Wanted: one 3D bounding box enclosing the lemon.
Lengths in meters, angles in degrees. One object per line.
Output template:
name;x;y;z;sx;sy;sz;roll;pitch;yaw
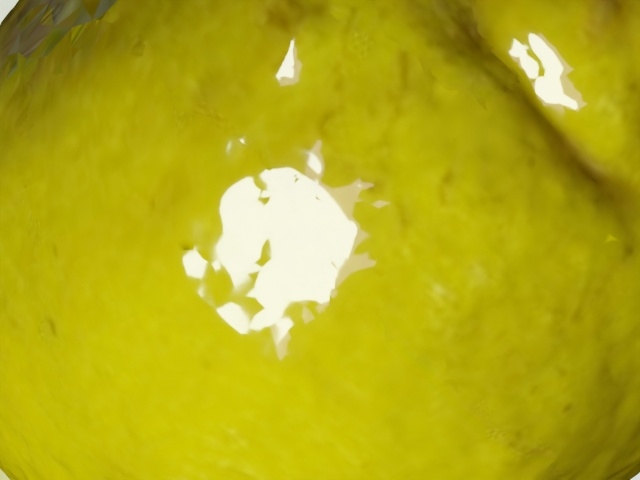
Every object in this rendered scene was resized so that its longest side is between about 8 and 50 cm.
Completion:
lemon;0.005;-0.003;0.690;0.285;0.285;0.316;27;142;16
